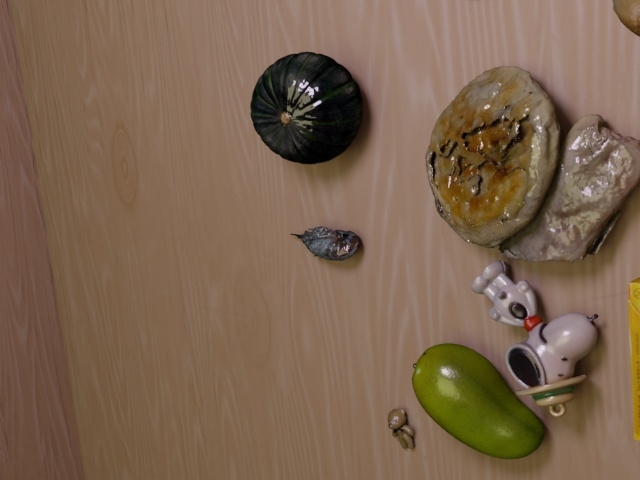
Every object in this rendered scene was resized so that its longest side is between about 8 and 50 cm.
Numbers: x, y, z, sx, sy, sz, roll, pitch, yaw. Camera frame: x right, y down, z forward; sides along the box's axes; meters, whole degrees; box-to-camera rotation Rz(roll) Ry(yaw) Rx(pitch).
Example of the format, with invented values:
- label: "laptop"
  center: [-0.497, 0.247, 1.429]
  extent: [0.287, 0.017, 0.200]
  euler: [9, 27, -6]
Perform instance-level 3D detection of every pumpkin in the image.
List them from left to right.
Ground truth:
- label: "pumpkin"
  center: [-0.028, -0.288, 1.790]
  extent: [0.249, 0.216, 0.250]
  euler: [5, 118, 10]

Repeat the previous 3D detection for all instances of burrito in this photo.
- label: "burrito"
  center: [0.447, -0.059, 1.470]
  extent: [0.175, 0.107, 0.348]
  euler: [56, 131, 35]

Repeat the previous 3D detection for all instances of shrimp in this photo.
- label: "shrimp"
  center: [0.000, 0.000, 1.928]
  extent: [0.232, 0.079, 0.090]
  euler: [13, 148, 46]

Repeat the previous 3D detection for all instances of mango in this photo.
- label: "mango"
  center: [0.314, 0.329, 1.675]
  extent: [0.293, 0.143, 0.175]
  euler: [38, 119, 18]

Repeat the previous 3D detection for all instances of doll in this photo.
- label: "doll"
  center: [0.188, 0.431, 1.895]
  extent: [0.061, 0.051, 0.093]
  euler: [-17, 118, 44]
- label: "doll"
  center: [0.391, 0.181, 1.575]
  extent: [0.271, 0.144, 0.208]
  euler: [32, 101, 30]

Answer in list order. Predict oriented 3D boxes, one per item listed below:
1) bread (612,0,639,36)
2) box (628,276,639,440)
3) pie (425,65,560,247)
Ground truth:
- label: "bread"
  center: [0.561, -0.410, 1.201]
  extent: [0.314, 0.192, 0.171]
  euler: [-45, 68, 40]
- label: "box"
  center: [0.565, 0.185, 1.383]
  extent: [0.043, 0.152, 0.269]
  euler: [2, 102, 43]
- label: "pie"
  center: [0.313, -0.157, 1.533]
  extent: [0.339, 0.077, 0.339]
  euler: [-16, 71, 56]
